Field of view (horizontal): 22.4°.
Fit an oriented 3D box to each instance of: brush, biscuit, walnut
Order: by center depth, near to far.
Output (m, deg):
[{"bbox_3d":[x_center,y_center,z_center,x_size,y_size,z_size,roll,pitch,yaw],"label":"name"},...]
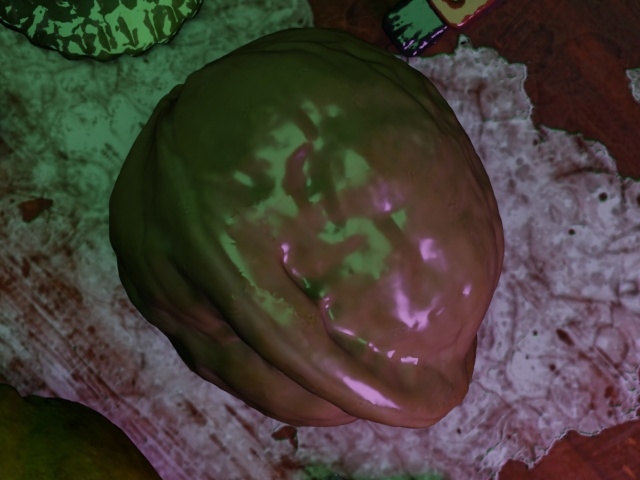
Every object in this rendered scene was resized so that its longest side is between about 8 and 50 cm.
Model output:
[{"bbox_3d":[-0.013,-0.007,1.521,0.383,0.383,0.384,0,89,0],"label":"walnut"},{"bbox_3d":[0.200,-0.302,1.650,0.323,0.051,0.070,-39,87,-1],"label":"brush"},{"bbox_3d":[-0.202,-0.283,1.657,0.273,0.036,0.187,-38,88,-1],"label":"biscuit"}]

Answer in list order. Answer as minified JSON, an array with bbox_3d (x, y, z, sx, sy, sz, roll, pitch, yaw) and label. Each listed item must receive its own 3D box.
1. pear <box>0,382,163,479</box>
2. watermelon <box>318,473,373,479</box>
[{"bbox_3d":[-0.293,0.333,1.506,0.352,0.352,0.413,1,91,0],"label":"pear"},{"bbox_3d":[0.087,0.292,1.635,0.139,0.071,0.187,-41,89,-5],"label":"watermelon"}]
